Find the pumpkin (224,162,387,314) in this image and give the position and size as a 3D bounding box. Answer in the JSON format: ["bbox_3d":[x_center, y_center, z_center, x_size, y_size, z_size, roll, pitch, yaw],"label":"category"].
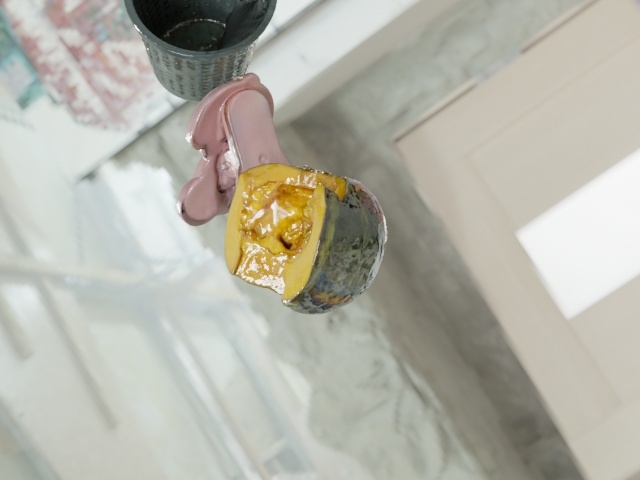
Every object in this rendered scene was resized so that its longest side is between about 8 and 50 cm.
[{"bbox_3d":[0.000,0.000,1.303,0.107,0.119,0.183,18,-174,-27],"label":"pumpkin"}]

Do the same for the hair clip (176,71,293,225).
[{"bbox_3d":[-0.083,-0.084,1.474,0.102,0.123,0.138,-3,111,54],"label":"hair clip"}]

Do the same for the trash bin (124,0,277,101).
[{"bbox_3d":[-0.138,-0.249,1.785,0.175,0.175,0.161,60,165,18],"label":"trash bin"}]
